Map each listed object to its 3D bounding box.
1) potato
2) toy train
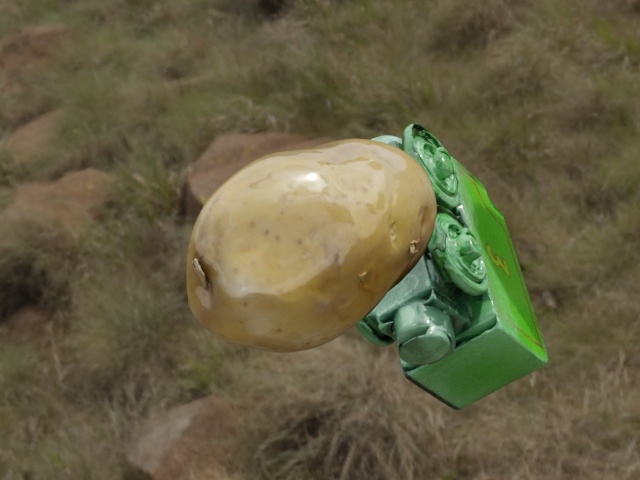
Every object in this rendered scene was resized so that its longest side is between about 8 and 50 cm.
[{"bbox_3d":[0.000,0.000,0.649,0.109,0.118,0.178,-1,17,47],"label":"potato"},{"bbox_3d":[0.100,0.019,0.960,0.132,0.188,0.243,-32,45,24],"label":"toy train"}]
